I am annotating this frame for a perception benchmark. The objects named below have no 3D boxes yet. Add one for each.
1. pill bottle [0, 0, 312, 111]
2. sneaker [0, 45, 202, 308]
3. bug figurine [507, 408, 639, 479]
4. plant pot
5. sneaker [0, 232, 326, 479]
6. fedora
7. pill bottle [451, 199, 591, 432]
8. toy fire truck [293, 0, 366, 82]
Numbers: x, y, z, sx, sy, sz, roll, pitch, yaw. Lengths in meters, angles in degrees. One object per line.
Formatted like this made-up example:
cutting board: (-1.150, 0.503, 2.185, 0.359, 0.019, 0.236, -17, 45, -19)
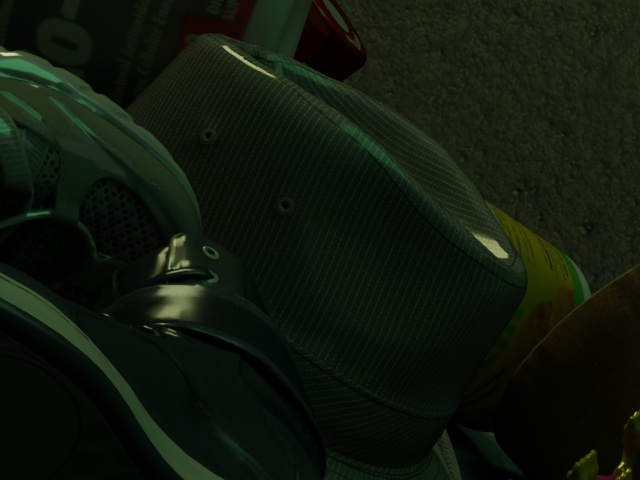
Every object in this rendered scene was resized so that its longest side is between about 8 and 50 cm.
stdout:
pill bottle: (-0.151, -0.153, 0.886, 0.283, 0.161, 0.161, 20, 8, 1)
sneaker: (-0.154, -0.010, 0.523, 0.281, 0.105, 0.115, 19, 29, -38)
bug figurine: (0.161, 0.166, 0.662, 0.216, 0.072, 0.279, 28, 29, 30)
plant pot: (0.268, 0.159, 0.954, 0.237, 0.237, 0.254, 26, 28, -54)
sneaker: (-0.076, 0.038, 0.471, 0.226, 0.086, 0.163, 43, 14, -34)
fedora: (0.000, 0.000, 0.730, 0.275, 0.124, 0.244, 46, 15, 27)
pill bottle: (0.049, 0.019, 1.003, 0.246, 0.136, 0.136, 30, 10, -37)
toy fire truck: (-0.030, -0.074, 1.207, 0.254, 0.169, 0.302, 57, 12, 8)
